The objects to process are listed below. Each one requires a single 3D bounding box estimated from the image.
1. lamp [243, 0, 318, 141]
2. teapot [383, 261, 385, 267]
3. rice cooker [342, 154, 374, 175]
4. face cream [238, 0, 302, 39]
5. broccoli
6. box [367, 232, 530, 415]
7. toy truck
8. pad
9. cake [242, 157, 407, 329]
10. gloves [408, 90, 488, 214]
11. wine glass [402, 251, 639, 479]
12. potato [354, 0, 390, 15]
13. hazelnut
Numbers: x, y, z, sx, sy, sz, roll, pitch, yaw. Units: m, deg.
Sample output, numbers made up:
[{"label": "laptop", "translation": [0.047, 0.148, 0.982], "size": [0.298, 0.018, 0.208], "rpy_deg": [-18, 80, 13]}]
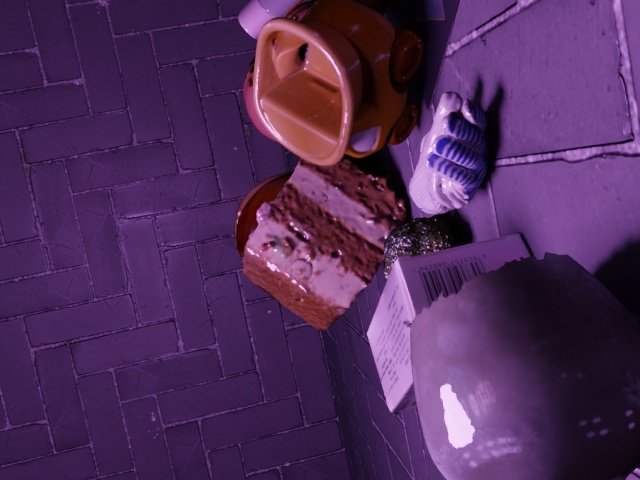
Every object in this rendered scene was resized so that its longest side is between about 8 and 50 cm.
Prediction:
[{"label": "lamp", "translation": [-0.014, -0.330, 1.358], "size": [0.305, 0.240, 0.305], "rpy_deg": [-42, 30, 31]}, {"label": "teapot", "translation": [0.160, 0.049, 1.287], "size": [0.129, 0.078, 0.098], "rpy_deg": [88, 167, -53]}, {"label": "rice cooker", "translation": [0.057, -0.188, 1.513], "size": [0.142, 0.119, 0.202], "rpy_deg": [-123, 19, -69]}, {"label": "face cream", "translation": [-0.044, -0.497, 1.264], "size": [0.073, 0.269, 0.107], "rpy_deg": [45, -161, -20]}, {"label": "broccoli", "translation": [0.163, 0.031, 1.053], "size": [0.162, 0.138, 0.145], "rpy_deg": [-40, -20, -59]}, {"label": "box", "translation": [0.180, 0.134, 0.940], "size": [0.332, 0.173, 0.145], "rpy_deg": [96, 163, -64]}, {"label": "toy truck", "translation": [0.030, -0.251, 1.058], "size": [0.204, 0.212, 0.288], "rpy_deg": [35, 148, 24]}, {"label": "pad", "translation": [0.159, -0.332, 1.006], "size": [0.243, 0.004, 0.163], "rpy_deg": [93, 163, -62]}, {"label": "cake", "translation": [0.000, 0.000, 1.365], "size": [0.256, 0.290, 0.282], "rpy_deg": [36, 163, 3]}, {"label": "gloves", "translation": [0.174, -0.113, 0.899], "size": [0.229, 0.097, 0.119], "rpy_deg": [86, 165, -69]}, {"label": "wine glass", "translation": [0.215, 0.186, 0.601], "size": [0.238, 0.238, 0.322], "rpy_deg": [95, 158, -64]}, {"label": "potato", "translation": [0.054, -0.481, 1.121], "size": [0.149, 0.113, 0.251], "rpy_deg": [-164, 63, -75]}, {"label": "hazelnut", "translation": [-0.068, -0.003, 1.871], "size": [0.359, 0.360, 0.409], "rpy_deg": [-110, 5, -46]}]
